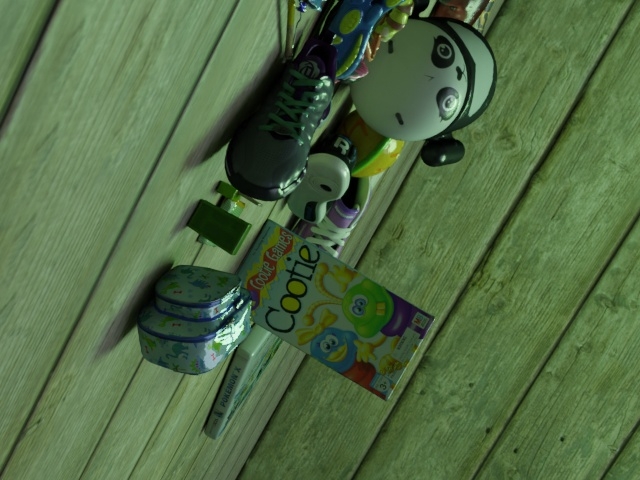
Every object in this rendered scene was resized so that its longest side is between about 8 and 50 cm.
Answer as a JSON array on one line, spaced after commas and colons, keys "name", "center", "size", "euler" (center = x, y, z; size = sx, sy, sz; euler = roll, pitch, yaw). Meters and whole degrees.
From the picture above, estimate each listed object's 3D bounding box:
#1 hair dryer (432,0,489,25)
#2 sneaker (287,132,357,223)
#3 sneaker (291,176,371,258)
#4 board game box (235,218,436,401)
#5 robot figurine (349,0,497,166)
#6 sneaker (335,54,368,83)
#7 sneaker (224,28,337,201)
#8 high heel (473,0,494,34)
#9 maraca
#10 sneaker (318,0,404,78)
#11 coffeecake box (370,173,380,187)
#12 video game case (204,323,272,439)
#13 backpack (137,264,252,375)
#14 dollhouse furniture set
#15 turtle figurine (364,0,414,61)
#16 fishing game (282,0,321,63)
[{"name": "hair dryer", "center": [0.230, -0.431, 2.036], "size": [0.223, 0.080, 0.293], "euler": [-37, 157, -31]}, {"name": "sneaker", "center": [0.012, -0.114, 1.666], "size": [0.121, 0.079, 0.217], "euler": [-61, -177, -20]}, {"name": "sneaker", "center": [-0.001, -0.001, 1.872], "size": [0.161, 0.102, 0.282], "euler": [139, -27, -73]}, {"name": "board game box", "center": [0.013, 0.103, 1.710], "size": [0.142, 0.275, 0.144], "euler": [-59, 174, -3]}, {"name": "robot figurine", "center": [0.152, -0.230, 1.646], "size": [0.173, 0.209, 0.278], "euler": [-54, 167, 23]}, {"name": "sneaker", "center": [0.023, -0.202, 1.386], "size": [0.057, 0.047, 0.119], "euler": [-46, -167, 19]}, {"name": "sneaker", "center": [-0.035, -0.133, 1.181], "size": [0.223, 0.083, 0.098], "euler": [-69, 178, -51]}, {"name": "high heel", "center": [0.311, -0.463, 2.276], "size": [0.186, 0.093, 0.261], "euler": [-51, 162, -20]}, {"name": "maraca", "center": [0.063, -0.149, 1.802], "size": [0.127, 0.099, 0.186], "euler": [-57, -161, -24]}, {"name": "sneaker", "center": [0.050, -0.265, 1.276], "size": [0.188, 0.067, 0.078], "euler": [-53, -156, 26]}, {"name": "coffeecake box", "center": [0.083, -0.148, 2.065], "size": [0.185, 0.068, 0.142], "euler": [-55, 173, -38]}, {"name": "video game case", "center": [-0.110, 0.198, 2.309], "size": [0.329, 0.036, 0.300], "euler": [-55, 172, -44]}, {"name": "backpack", "center": [-0.136, 0.080, 1.230], "size": [0.114, 0.105, 0.084], "euler": [-51, 147, -52]}, {"name": "dollhouse furniture set", "center": [-0.095, -0.017, 1.280], "size": [0.076, 0.059, 0.152], "euler": [-60, 174, 2]}, {"name": "turtle figurine", "center": [0.129, -0.350, 1.371], "size": [0.217, 0.087, 0.269], "euler": [-60, 168, -52]}, {"name": "fishing game", "center": [0.042, -0.302, 1.144], "size": [0.264, 0.041, 0.189], "euler": [-58, 176, -17]}]
